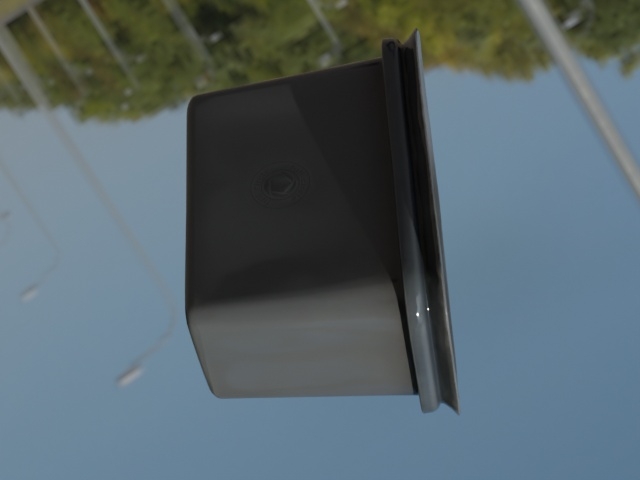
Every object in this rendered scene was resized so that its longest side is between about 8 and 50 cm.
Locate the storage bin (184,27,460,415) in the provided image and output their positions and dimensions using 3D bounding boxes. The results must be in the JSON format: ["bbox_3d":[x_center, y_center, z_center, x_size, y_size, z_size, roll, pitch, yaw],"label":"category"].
[{"bbox_3d":[0.000,0.000,0.636,0.091,0.098,0.135,-6,-127,5],"label":"storage bin"}]
